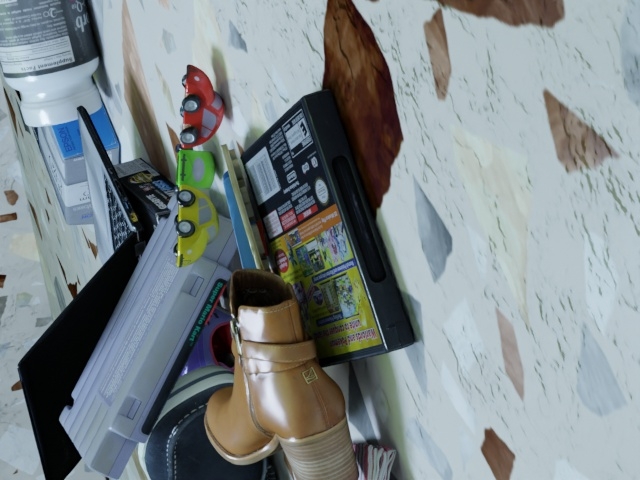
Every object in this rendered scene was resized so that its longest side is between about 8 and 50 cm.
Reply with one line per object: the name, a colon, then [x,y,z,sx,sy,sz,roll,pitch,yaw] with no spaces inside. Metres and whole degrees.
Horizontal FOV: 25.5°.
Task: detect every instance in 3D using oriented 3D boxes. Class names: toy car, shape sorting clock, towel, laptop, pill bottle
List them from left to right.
pill bottle: [-0.452,-0.337,2.307,0.162,0.162,0.278,-146,41,-64]
laptop: [-0.381,0.091,2.132,0.382,0.236,0.408,95,152,-53]
toy car: [-0.151,-0.090,1.741,0.225,0.053,0.239,-159,72,-82]
shape sorting clock: [-0.078,-0.011,1.613,0.206,0.040,0.206,167,90,-87]
towel: [0.041,0.290,1.514,0.197,0.029,0.144,147,127,-75]

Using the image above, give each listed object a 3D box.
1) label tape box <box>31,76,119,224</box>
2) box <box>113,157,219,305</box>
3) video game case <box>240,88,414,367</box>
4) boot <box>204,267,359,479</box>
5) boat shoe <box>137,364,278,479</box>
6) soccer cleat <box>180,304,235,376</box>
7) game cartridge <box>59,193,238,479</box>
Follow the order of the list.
label tape box: [-0.449,-0.163,2.568,0.334,0.105,0.241,103,146,-59]
box: [-0.228,0.048,2.139,0.293,0.073,0.296,-141,36,-63]
video game case: [0.000,0.000,1.418,0.275,0.035,0.248,151,101,-72]
boot: [-0.070,0.136,1.510,0.283,0.109,0.220,23,134,64]
boat shoe: [-0.134,0.359,1.972,0.156,0.186,0.500,48,154,38]
soccer cleat: [-0.156,0.202,1.985,0.095,0.083,0.248,11,114,29]
game cartridge: [-0.220,0.118,1.842,0.355,0.068,0.230,-63,26,0]
